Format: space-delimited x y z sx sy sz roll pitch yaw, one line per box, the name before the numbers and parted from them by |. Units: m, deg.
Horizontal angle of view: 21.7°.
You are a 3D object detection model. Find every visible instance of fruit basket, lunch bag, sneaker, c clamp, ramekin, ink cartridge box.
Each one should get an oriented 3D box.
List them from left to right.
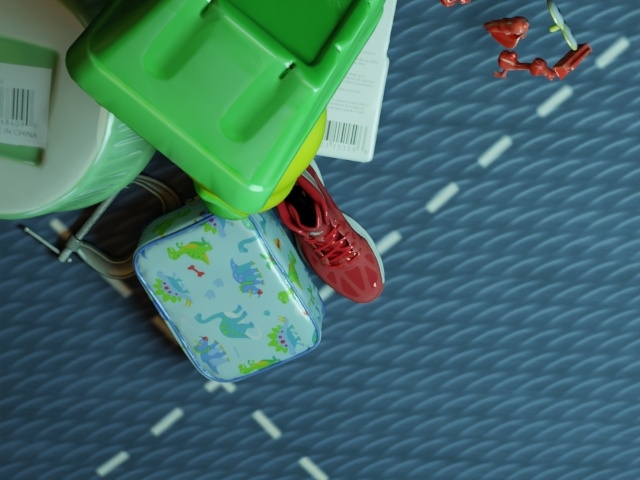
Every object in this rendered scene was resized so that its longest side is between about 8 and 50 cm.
ramekin | -0.327 -0.167 1.821 0.303 0.148 0.303 3 103 12
c clamp | -0.249 -0.022 1.980 0.137 0.022 0.160 42 103 -16
lunch bag | -0.109 0.052 1.964 0.176 0.090 0.219 -24 114 16
fruit basket | -0.087 -0.187 1.735 0.283 0.392 0.392 39 105 -10
ink cartridge box | -0.058 -0.227 1.890 0.275 0.060 0.239 9 102 -4
sneaker | 0.000 0.000 1.937 0.087 0.128 0.221 -34 106 12

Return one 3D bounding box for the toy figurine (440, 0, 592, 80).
toy figurine | 0.211 -0.375 1.806 0.217 0.191 0.362 -42 103 -18
